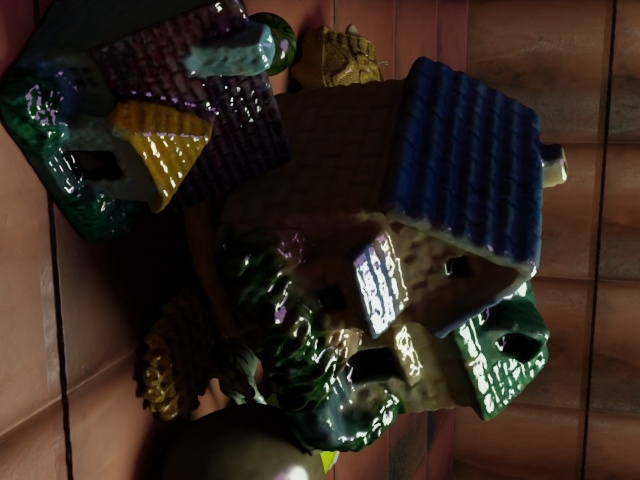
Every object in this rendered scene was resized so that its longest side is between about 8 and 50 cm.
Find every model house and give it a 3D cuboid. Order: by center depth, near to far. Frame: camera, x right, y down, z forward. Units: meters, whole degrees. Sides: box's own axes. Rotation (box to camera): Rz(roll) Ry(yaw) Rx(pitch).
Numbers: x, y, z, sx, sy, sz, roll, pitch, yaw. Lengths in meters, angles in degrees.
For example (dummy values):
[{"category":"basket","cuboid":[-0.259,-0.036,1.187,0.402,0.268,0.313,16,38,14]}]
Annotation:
[{"category":"model house","cuboid":[-0.157,-0.139,1.036,0.280,0.248,0.230,70,31,-51]},{"category":"model house","cuboid":[0.137,0.038,1.234,0.395,0.400,0.445,-77,154,-52]}]

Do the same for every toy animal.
[{"category":"toy animal","cuboid":[-0.124,0.190,1.445,0.217,0.073,0.176,-95,167,-51]}]

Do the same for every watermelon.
[{"category":"watermelon","cuboid":[-0.087,-0.300,1.447,0.109,0.109,0.109,4,90,-71]}]

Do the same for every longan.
[{"category":"longan","cuboid":[-0.104,0.354,1.328,0.215,0.246,0.246,138,-39,-77]}]

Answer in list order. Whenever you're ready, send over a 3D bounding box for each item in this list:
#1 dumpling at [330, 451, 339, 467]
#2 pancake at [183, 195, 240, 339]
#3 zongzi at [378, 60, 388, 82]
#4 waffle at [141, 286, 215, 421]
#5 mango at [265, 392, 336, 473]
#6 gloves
[{"category":"dumpling","cuboid":[-0.018,0.289,1.708,0.258,0.147,0.193,-90,161,-45]},{"category":"pancake","cuboid":[-0.140,0.012,1.400,0.244,0.057,0.266,-39,123,-75]},{"category":"zongzi","cuboid":[0.093,-0.271,2.035,0.184,0.084,0.187,94,8,-51]},{"category":"waffle","cuboid":[-0.198,0.164,1.313,0.191,0.038,0.191,4,90,-72]},{"category":"mango","cuboid":[-0.054,0.327,1.528,0.175,0.143,0.293,39,75,-30]},{"category":"gloves","cuboid":[0.032,-0.238,1.721,0.203,0.155,0.356,52,42,-69]}]
